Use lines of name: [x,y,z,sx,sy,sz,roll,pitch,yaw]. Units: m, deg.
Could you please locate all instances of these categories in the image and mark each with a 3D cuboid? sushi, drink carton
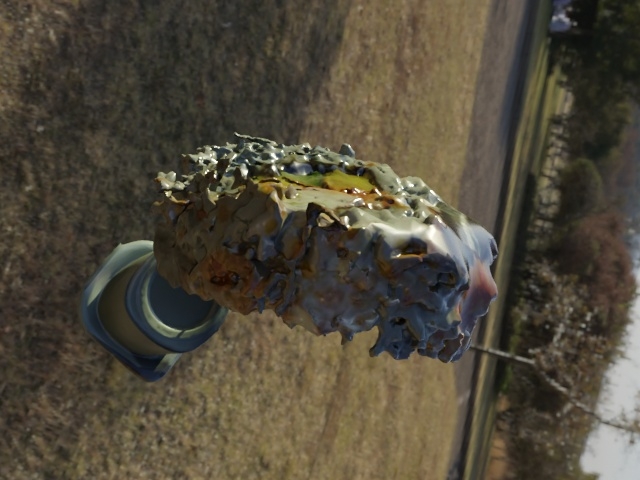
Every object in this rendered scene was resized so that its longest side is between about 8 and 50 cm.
sushi: [-0.004,-0.002,0.921,0.417,0.418,0.175,-29,136,-66]
drink carton: [-0.237,0.092,1.149,0.185,0.191,0.190,-49,-166,-20]
